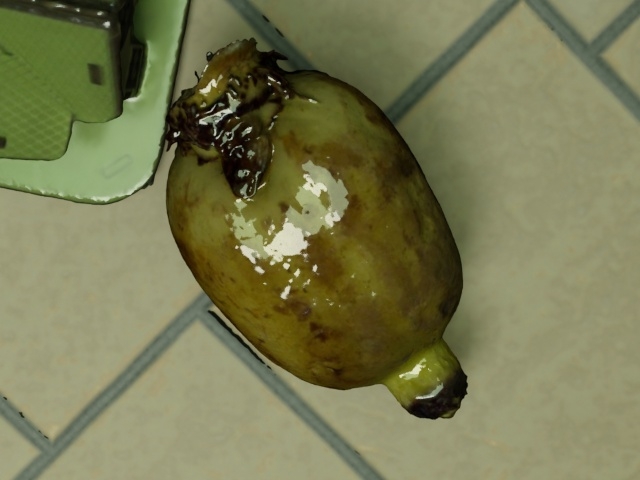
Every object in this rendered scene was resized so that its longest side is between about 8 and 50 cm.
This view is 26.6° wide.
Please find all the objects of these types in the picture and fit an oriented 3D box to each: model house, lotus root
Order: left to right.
[{"bbox_3d":[-0.203,-0.121,0.833,0.204,0.279,0.218,11,99,0],"label":"model house"},{"bbox_3d":[0.000,0.000,0.922,0.169,0.141,0.314,-30,108,9],"label":"lotus root"}]
